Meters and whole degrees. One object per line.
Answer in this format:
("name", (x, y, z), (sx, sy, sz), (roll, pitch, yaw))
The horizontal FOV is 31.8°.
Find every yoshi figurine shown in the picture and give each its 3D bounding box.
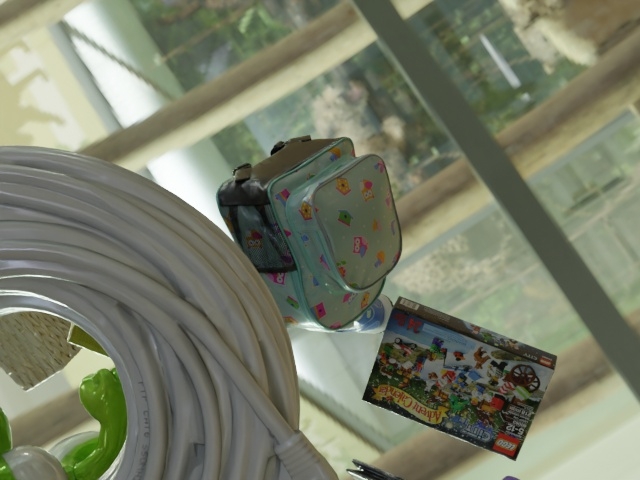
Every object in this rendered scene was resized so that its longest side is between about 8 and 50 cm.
("yoshi figurine", (-0.275, 0.216, 1.109), (0.362, 0.203, 0.203), (12, -94, -62))

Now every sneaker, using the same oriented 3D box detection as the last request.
("sneaker", (-0.002, 0.092, 1.624), (0.081, 0.211, 0.080), (9, -98, -62))

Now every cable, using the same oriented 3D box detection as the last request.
("cable", (-0.137, 0.082, 0.535), (0.089, 0.257, 0.257), (-85, -27, -84))

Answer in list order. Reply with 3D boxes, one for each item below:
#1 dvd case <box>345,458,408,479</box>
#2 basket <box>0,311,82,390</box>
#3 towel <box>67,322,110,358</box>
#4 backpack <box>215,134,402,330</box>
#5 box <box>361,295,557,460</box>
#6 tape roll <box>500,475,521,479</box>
("dvd case", (0.133, 0.280, 0.988), (0.221, 0.018, 0.164), (46, 162, -19))
("basket", (-0.405, 0.111, 1.545), (0.167, 0.113, 0.103), (48, -144, -15))
("towel", (-0.145, 0.112, 1.173), (0.237, 0.021, 0.102), (26, -146, -20))
("backpack", (0.000, 0.000, 1.169), (0.166, 0.145, 0.188), (-37, -56, -47))
("box", (0.190, 0.192, 1.557), (0.233, 0.159, 0.044), (20, -154, 9))
("tape roll", (0.258, 0.380, 1.343), (0.189, 0.080, 0.189), (47, 166, 15))
